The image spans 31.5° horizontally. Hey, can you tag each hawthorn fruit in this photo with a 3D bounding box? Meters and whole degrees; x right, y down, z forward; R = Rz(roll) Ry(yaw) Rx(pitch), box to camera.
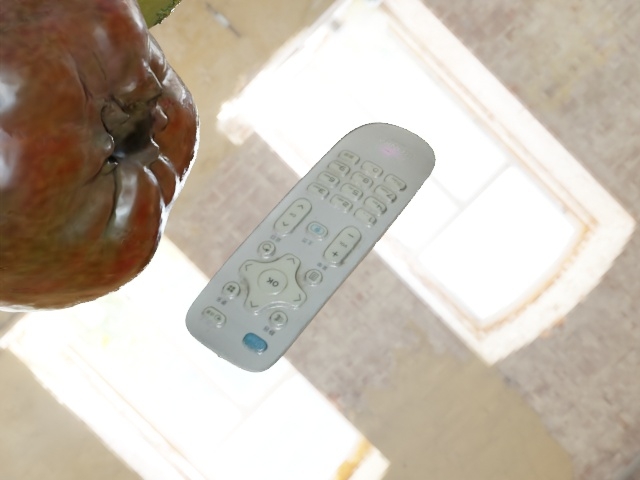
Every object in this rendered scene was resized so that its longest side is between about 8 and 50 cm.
[{"bbox_3d":[-0.208,-0.063,0.664,0.262,0.210,0.210,3,-144,35],"label":"hawthorn fruit"}]

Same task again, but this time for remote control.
[{"bbox_3d":[0.000,0.000,0.782,0.229,0.073,0.044,-50,161,-27],"label":"remote control"}]

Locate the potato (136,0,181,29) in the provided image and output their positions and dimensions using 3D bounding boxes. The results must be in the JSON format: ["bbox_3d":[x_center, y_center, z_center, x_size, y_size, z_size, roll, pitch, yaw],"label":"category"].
[{"bbox_3d":[-0.206,-0.202,1.005,0.198,0.054,0.119,-38,170,0],"label":"potato"}]
